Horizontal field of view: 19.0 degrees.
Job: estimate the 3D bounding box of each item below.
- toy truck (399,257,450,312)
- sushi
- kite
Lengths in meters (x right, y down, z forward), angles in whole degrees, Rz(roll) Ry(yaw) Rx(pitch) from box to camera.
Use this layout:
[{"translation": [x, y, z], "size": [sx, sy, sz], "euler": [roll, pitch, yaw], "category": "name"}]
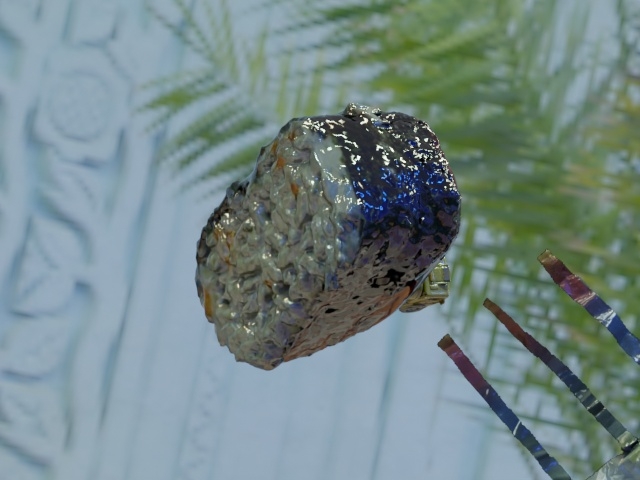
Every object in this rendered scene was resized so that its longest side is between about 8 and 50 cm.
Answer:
[{"translation": [0.067, 0.033, 1.595], "size": [0.083, 0.049, 0.054], "euler": [1, -13, -34], "category": "toy truck"}, {"translation": [0.000, 0.000, 1.356], "size": [0.126, 0.136, 0.225], "euler": [-9, -25, -27], "category": "sushi"}, {"translation": [0.256, 0.170, 1.496], "size": [0.360, 0.204, 0.022], "euler": [51, 4, 19], "category": "kite"}]
